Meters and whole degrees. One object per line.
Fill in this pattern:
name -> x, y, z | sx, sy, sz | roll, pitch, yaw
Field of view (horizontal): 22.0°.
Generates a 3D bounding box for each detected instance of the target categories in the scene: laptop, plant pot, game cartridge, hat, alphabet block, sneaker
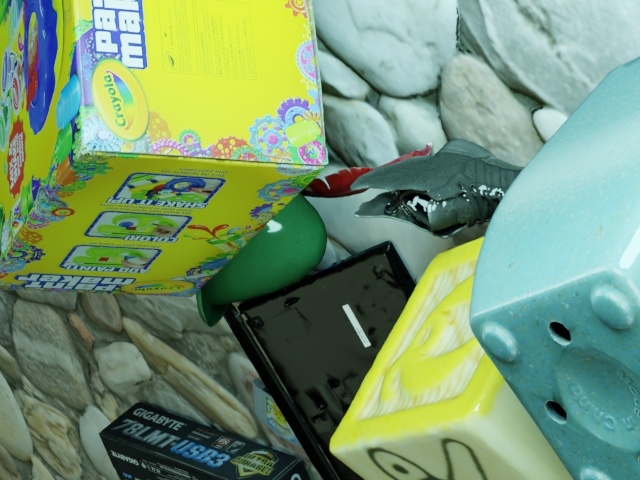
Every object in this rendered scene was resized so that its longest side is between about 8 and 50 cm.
laptop -> 0.028, 0.120, 1.537 | 0.264, 0.136, 0.234 | -24, 104, 28
plant pot -> 0.238, 0.025, 0.967 | 0.248, 0.252, 0.247 | 55, 147, -6
game cartridge -> -0.037, 0.181, 1.692 | 0.083, 0.017, 0.056 | 31, 146, 30
hat -> 0.000, 0.000, 1.402 | 0.183, 0.173, 0.208 | 8, 179, 8
alphabet block -> 0.160, 0.121, 1.172 | 0.197, 0.193, 0.192 | 41, 150, -17
sneaker -> 0.111, -0.029, 1.226 | 0.170, 0.089, 0.051 | 23, 138, 38

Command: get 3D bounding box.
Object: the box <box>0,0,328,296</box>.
box -> -0.140, -0.138, 1.232 | 0.279, 0.177, 0.290 | 137, 130, -58

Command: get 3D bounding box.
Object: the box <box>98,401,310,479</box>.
box -> -0.096, 0.346, 1.877 | 0.295, 0.073, 0.293 | 10, 130, 46
